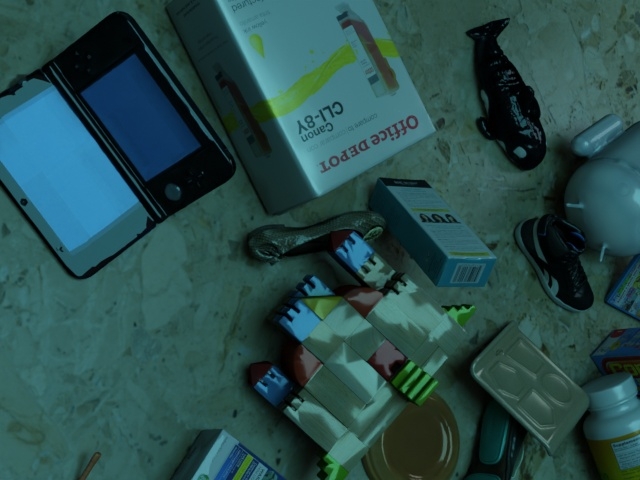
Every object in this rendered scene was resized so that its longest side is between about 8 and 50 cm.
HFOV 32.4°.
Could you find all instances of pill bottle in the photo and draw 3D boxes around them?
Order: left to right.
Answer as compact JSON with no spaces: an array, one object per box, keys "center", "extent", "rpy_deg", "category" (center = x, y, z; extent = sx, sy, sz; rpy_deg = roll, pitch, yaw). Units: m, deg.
[{"center":[0.567,0.375,2.029],"extent":[0.136,0.136,0.245],"rpy_deg":[-23,93,-31],"category":"pill bottle"}]

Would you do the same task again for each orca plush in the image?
[{"center":[0.373,-0.279,2.052],"extent":[0.151,0.102,0.287],"rpy_deg":[-3,83,-31],"category":"orca plush"}]

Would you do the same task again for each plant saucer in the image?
[{"center":[0.159,0.340,1.854],"extent":[0.200,0.037,0.199],"rpy_deg":[6,78,-29],"category":"plant saucer"}]

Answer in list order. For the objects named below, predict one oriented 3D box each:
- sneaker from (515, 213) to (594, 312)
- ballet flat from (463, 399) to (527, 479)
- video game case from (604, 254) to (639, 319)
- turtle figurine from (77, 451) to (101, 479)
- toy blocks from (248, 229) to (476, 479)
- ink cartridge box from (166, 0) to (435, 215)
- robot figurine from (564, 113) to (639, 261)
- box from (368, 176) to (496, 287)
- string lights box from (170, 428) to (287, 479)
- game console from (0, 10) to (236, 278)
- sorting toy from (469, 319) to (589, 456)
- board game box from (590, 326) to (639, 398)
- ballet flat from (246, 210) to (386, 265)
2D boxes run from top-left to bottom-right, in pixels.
[{"center":[0.460,0.046,2.034],"extent":[0.217,0.121,0.079],"rpy_deg":[49,62,-14],"category":"sneaker"},{"center":[0.302,0.409,1.897],"extent":[0.096,0.095,0.280],"rpy_deg":[41,63,-32],"category":"ballet flat"},{"center":[0.652,0.102,2.164],"extent":[0.166,0.015,0.119],"rpy_deg":[26,103,-24],"category":"video game case"},{"center":[-0.282,0.449,1.545],"extent":[0.217,0.087,0.269],"rpy_deg":[24,70,-25],"category":"turtle figurine"},{"center":[0.035,0.163,1.726],"extent":[0.261,0.191,0.381],"rpy_deg":[44,80,-10],"category":"toy blocks"},{"center":[-0.026,-0.274,1.782],"extent":[0.279,0.160,0.384],"rpy_deg":[-30,97,-31],"category":"ink cartridge box"},{"center":[0.603,-0.099,2.098],"extent":[0.353,0.200,0.300],"rpy_deg":[-35,84,-30],"category":"robot figurine"},{"center":[0.181,-0.016,1.825],"extent":[0.101,0.244,0.060],"rpy_deg":[1,123,-30],"category":"box"},{"center":[-0.102,0.413,1.664],"extent":[0.260,0.077,0.133],"rpy_deg":[41,62,-18],"category":"string lights box"},{"center":[-0.315,-0.135,1.589],"extent":[0.293,0.250,0.173],"rpy_deg":[54,34,-12],"category":"game console"},{"center":[0.366,0.259,1.939],"extent":[0.208,0.038,0.193],"rpy_deg":[48,39,7],"category":"sorting toy"},{"center":[0.698,0.297,2.021],"extent":[0.086,0.308,0.302],"rpy_deg":[-40,101,-28],"category":"board game box"},{"center":[0.000,0.000,1.791],"extent":[0.250,0.084,0.058],"rpy_deg":[-7,56,-27],"category":"ballet flat"}]
